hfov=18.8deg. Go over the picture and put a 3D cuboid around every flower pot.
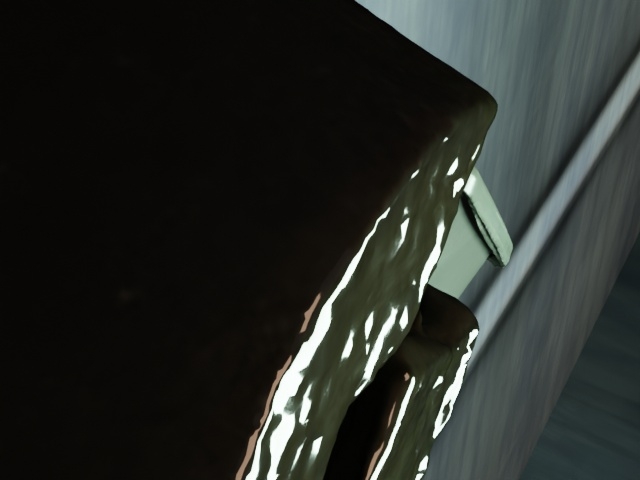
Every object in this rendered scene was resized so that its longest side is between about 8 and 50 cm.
[{"bbox_3d":[-0.104,0.027,0.570,0.379,0.251,0.379,-59,164,-29],"label":"flower pot"}]

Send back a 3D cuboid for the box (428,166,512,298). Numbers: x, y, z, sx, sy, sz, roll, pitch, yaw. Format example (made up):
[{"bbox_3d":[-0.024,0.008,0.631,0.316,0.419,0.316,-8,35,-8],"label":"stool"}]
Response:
[{"bbox_3d":[0.000,0.000,1.072,0.135,0.163,0.243,-58,165,-4],"label":"box"}]
